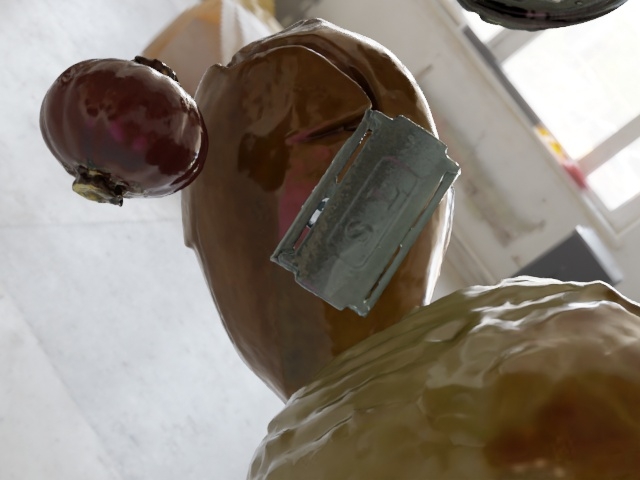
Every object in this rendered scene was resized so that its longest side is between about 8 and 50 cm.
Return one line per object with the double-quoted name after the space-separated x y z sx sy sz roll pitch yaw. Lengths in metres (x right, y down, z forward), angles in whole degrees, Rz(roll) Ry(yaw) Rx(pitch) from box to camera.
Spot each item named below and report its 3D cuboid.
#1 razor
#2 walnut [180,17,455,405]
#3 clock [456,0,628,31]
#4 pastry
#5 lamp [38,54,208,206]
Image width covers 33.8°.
0.007 -0.012 0.420 0.040 0.068 0.135 35 -4 -9 "razor"
0.000 0.000 0.814 0.209 0.209 0.336 -42 131 -71 "walnut"
0.175 -0.223 0.821 0.229 0.155 0.063 14 67 -18 "clock"
0.144 0.199 0.538 0.388 0.313 0.388 53 26 -40 "pastry"
-0.115 -0.065 0.621 0.101 0.090 0.101 19 -15 5 "lamp"
